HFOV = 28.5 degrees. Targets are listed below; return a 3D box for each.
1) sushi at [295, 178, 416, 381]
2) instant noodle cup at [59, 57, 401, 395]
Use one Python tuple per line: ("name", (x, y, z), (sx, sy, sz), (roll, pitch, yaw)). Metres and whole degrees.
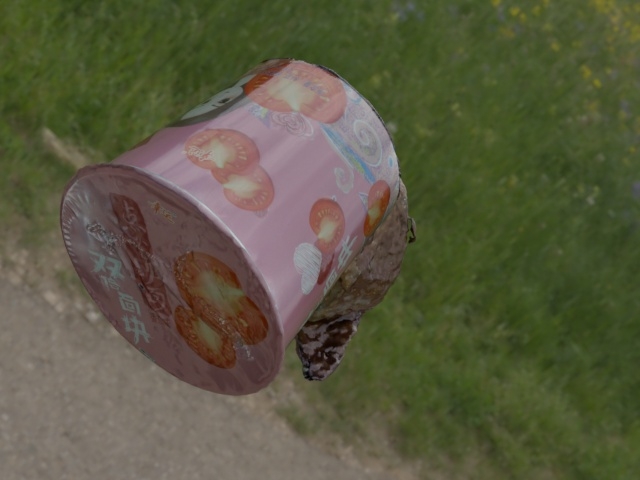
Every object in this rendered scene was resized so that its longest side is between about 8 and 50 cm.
("sushi", (-0.001, -0.004, 1.486), (0.179, 0.296, 0.167), (-6, 25, -41))
("instant noodle cup", (-0.066, -0.023, 1.124), (0.243, 0.243, 0.231), (48, 53, -3))
